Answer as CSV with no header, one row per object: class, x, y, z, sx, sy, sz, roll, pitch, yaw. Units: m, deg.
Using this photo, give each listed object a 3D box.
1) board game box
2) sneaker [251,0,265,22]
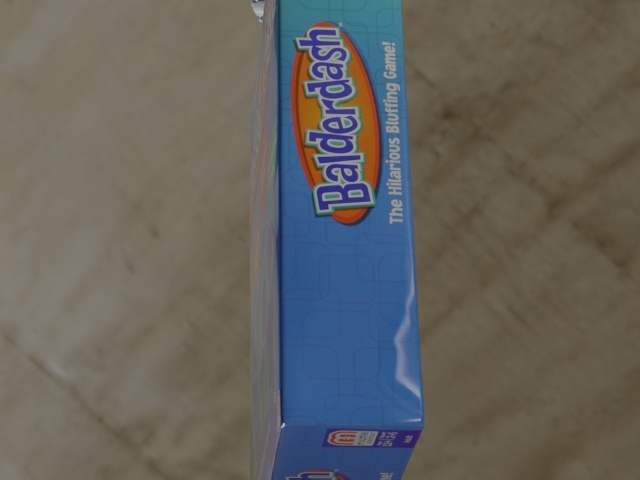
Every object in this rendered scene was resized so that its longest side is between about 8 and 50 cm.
board game box,0.000,0.000,0.561,0.160,0.047,0.210,101,-11,-60
sneaker,0.004,-0.172,0.763,0.135,0.058,0.052,-53,-152,-17
